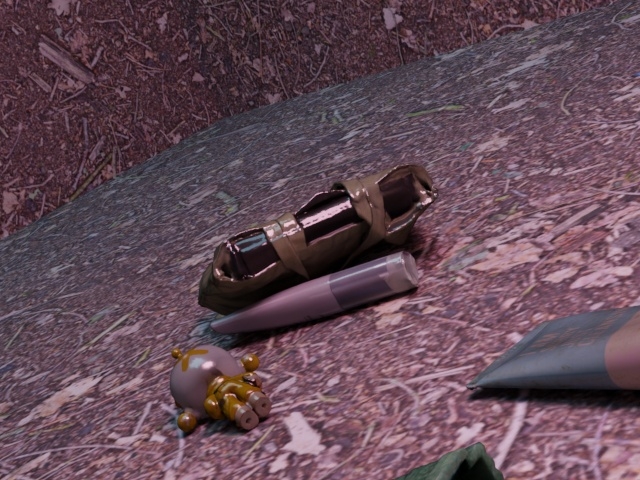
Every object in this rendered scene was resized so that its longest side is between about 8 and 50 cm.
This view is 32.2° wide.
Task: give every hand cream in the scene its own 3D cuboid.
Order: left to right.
[{"bbox_3d":[-0.009,0.069,1.304,0.255,0.048,0.079,-17,-14,20],"label":"hand cream"},{"bbox_3d":[0.244,0.076,0.843,0.111,0.070,0.312,-35,14,-32],"label":"hand cream"}]

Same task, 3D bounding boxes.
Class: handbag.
[{"bbox_3d":[-0.003,0.001,1.385,0.315,0.109,0.253,-23,-6,-12],"label":"handbag"}]

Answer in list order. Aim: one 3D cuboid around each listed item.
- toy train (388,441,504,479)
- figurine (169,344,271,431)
[{"bbox_3d":[-0.003,0.239,0.510,0.178,0.138,0.330,-24,13,41],"label":"toy train"},{"bbox_3d":[-0.107,0.154,1.128,0.101,0.068,0.143,-30,30,2],"label":"figurine"}]
